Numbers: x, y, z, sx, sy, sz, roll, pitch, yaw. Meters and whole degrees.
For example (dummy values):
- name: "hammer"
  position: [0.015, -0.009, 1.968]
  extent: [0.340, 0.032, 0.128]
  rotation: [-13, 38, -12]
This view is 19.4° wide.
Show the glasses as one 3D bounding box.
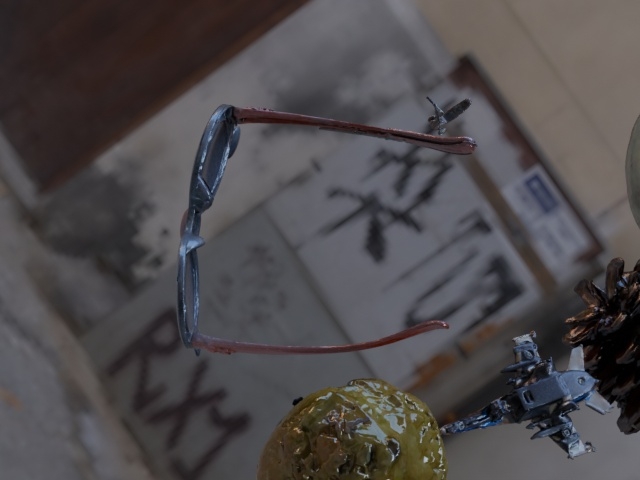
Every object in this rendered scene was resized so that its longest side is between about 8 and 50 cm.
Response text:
- name: "glasses"
  position: [0.000, 0.000, 1.691]
  extent: [0.118, 0.268, 0.234]
  rotation: [63, 35, -70]

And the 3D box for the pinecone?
- name: "pinecone"
  position: [0.370, 0.116, 2.065]
  extent: [0.221, 0.221, 0.221]
  rotation: [52, 10, -13]

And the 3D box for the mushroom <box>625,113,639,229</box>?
- name: "mushroom"
  position: [0.499, -0.075, 2.259]
  extent: [0.260, 0.254, 0.234]
  rotation: [66, 11, 21]

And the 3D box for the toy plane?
- name: "toy plane"
  position: [0.197, 0.156, 1.807]
  extent: [0.188, 0.062, 0.135]
  rotation: [-10, 67, -36]

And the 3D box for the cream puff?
- name: "cream puff"
  position: [0.035, 0.212, 1.690]
  extent: [0.189, 0.189, 0.129]
  rotation: [47, -6, -40]

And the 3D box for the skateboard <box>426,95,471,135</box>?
- name: "skateboard"
  position: [0.167, -0.174, 2.437]
  extent: [0.032, 0.064, 0.083]
  rotation: [54, 1, 17]
